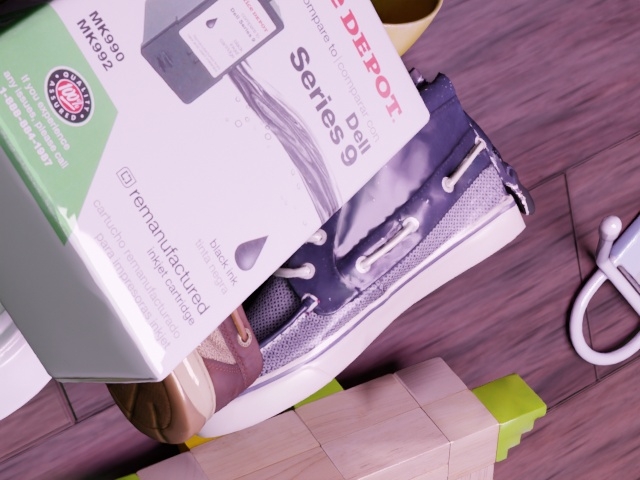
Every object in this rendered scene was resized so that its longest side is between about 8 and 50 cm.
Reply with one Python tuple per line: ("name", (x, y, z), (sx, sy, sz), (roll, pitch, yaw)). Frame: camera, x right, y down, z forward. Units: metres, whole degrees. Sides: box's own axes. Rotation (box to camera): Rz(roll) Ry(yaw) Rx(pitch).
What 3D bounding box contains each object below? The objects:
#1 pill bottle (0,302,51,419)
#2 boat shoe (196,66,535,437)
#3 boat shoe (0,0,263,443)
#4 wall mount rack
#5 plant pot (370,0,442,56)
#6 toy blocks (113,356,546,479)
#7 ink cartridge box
("pill bottle", (-0.286, -0.016, 0.837), (0.161, 0.161, 0.283), (-36, 125, -12))
("boat shoe", (0.000, 0.000, 1.055), (0.340, 0.127, 0.158), (-36, 112, -15))
("boat shoe", (-0.131, -0.032, 0.931), (0.123, 0.123, 0.342), (-31, 103, -37))
("wall mount rack", (0.366, -0.027, 1.238), (0.350, 0.130, 0.304), (-49, 126, -4))
("plant pot", (0.011, -0.166, 0.981), (0.134, 0.134, 0.095), (-4, 140, -29))
("toy blocks", (0.000, 0.269, 1.147), (0.381, 0.191, 0.261), (-18, 131, -22))
("ink cartridge box", (-0.090, -0.082, 0.815), (0.289, 0.121, 0.211), (-45, 115, -36))
